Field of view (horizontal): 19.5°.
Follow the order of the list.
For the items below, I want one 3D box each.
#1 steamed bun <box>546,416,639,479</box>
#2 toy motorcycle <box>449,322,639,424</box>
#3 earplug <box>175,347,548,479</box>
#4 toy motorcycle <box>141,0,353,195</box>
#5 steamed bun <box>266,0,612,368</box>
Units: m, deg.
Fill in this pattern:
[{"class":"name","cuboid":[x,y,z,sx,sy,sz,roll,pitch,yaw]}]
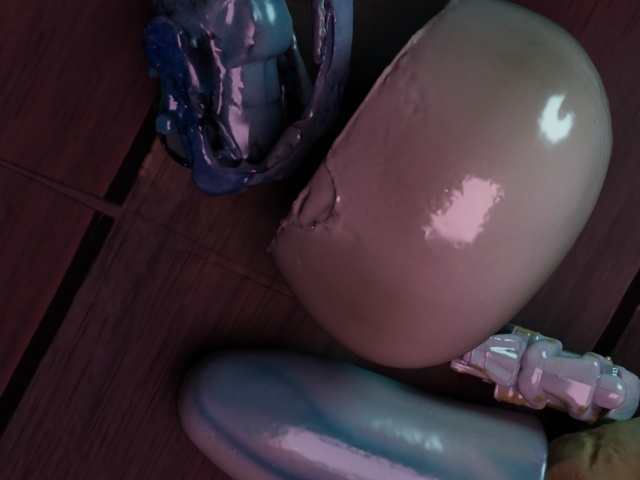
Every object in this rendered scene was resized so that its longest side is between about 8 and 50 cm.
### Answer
[{"class":"steamed bun","cuboid":[0.314,0.341,1.747,0.372,0.230,0.324,34,75,-40]},{"class":"toy motorcycle","cuboid":[0.215,0.126,1.710,0.229,0.151,0.074,21,85,-27]},{"class":"earplug","cuboid":[0.022,0.190,1.681,0.324,0.185,0.185,21,101,-14]},{"class":"toy motorcycle","cuboid":[-0.062,-0.171,1.539,0.154,0.206,0.260,-18,116,-47]},{"class":"steamed bun","cuboid":[0.114,-0.041,1.543,0.206,0.324,0.324,36,97,3]}]
